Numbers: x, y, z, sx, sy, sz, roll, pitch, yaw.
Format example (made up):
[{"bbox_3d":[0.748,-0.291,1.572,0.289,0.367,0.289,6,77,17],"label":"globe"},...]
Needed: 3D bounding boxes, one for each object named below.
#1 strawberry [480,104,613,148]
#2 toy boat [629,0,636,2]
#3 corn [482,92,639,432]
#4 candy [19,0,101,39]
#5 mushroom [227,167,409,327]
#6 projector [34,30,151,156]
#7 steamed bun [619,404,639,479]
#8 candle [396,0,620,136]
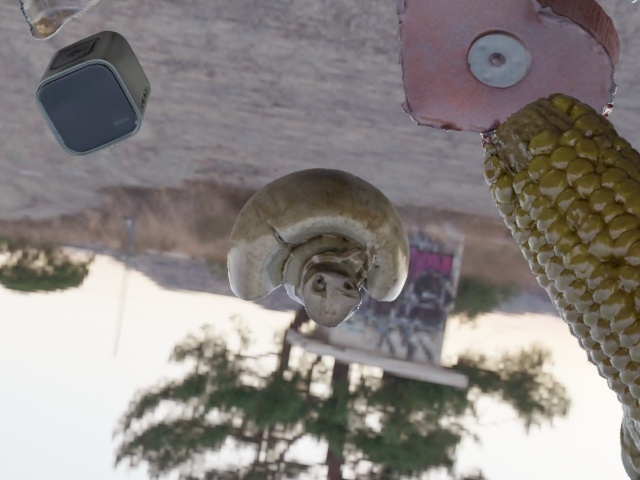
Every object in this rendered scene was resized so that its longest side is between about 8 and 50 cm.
[{"bbox_3d":[0.327,-0.176,1.778,0.233,0.178,0.234,11,145,8],"label":"strawberry"},{"bbox_3d":[0.537,-0.467,1.827,0.104,0.210,0.052,30,175,1],"label":"toy boat"},{"bbox_3d":[0.214,0.045,0.710,0.119,0.322,0.119,-25,157,-11],"label":"corn"},{"bbox_3d":[-0.250,-0.351,1.345,0.101,0.271,0.143,43,169,22],"label":"candy"},{"bbox_3d":[0.000,0.000,1.572,0.253,0.189,0.195,-3,-154,-7],"label":"mushroom"},{"bbox_3d":[-0.211,-0.137,1.077,0.083,0.083,0.082,-21,-153,9],"label":"projector"},{"bbox_3d":[0.554,0.227,1.484,0.324,0.372,0.230,25,-135,29],"label":"steamed bun"},{"bbox_3d":[0.234,-0.262,1.562,0.317,0.287,0.131,39,-143,-7],"label":"candle"}]
